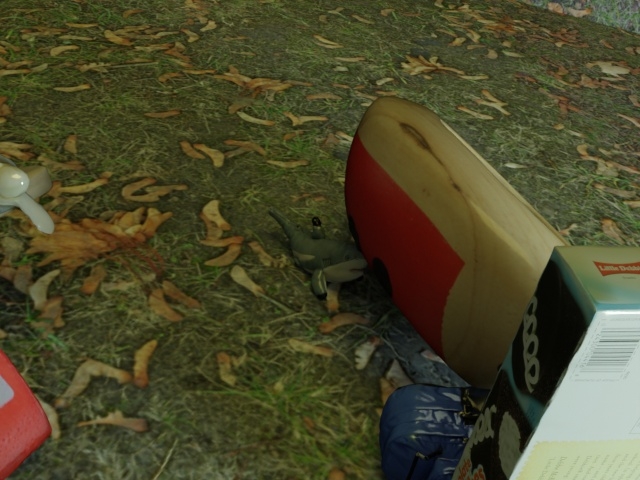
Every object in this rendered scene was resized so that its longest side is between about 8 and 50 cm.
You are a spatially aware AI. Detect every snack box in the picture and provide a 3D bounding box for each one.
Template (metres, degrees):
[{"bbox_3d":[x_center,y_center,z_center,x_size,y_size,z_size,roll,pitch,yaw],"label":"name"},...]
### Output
[{"bbox_3d":[0.202,0.144,0.503,0.187,0.322,0.060,1,38,-13],"label":"snack box"}]

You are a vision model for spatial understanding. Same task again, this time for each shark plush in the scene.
[{"bbox_3d":[0.000,0.000,0.880,0.073,0.067,0.161,-14,41,-29],"label":"shark plush"}]

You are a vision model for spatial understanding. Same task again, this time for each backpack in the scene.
[{"bbox_3d":[0.112,0.180,0.629,0.120,0.098,0.101,10,39,0],"label":"backpack"}]

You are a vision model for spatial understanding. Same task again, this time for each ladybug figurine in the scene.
[{"bbox_3d":[0.153,0.004,0.781,0.305,0.162,0.449,33,18,-36],"label":"ladybug figurine"}]

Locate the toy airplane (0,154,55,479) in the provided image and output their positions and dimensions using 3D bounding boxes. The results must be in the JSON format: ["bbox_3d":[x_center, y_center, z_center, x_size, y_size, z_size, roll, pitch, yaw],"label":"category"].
[{"bbox_3d":[-0.409,0.037,0.555,0.384,0.272,0.386,-3,37,-16],"label":"toy airplane"}]
